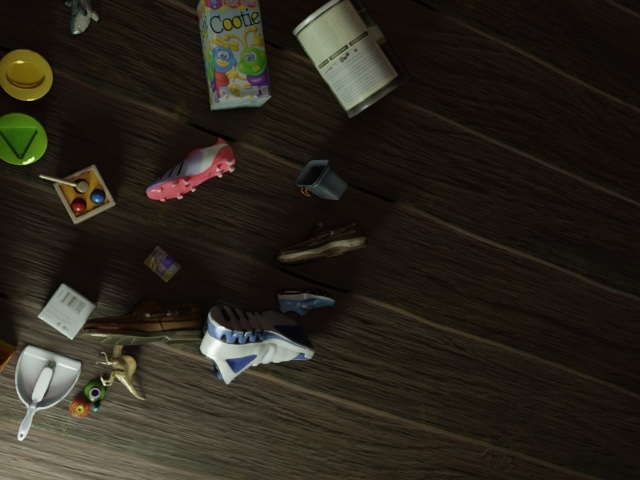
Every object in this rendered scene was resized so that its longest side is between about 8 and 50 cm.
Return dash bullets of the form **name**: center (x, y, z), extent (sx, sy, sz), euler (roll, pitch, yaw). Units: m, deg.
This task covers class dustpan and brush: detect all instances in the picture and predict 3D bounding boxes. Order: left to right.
- **dustpan and brush**: center (-0.687, 0.377, 1.815), extent (0.147, 0.060, 0.211), euler (22, 83, -15)

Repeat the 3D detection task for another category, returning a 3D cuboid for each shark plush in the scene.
- **shark plush**: center (-0.616, -0.601, 1.864), extent (0.067, 0.073, 0.161), euler (-18, 100, 14)

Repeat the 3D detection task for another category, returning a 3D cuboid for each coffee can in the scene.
- **coffee can**: center (0.083, -0.496, 1.990), extent (0.201, 0.201, 0.275), euler (-37, 99, -14)

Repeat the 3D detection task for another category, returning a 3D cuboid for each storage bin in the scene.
- **storage bin**: center (0.005, -0.151, 2.002), extent (0.091, 0.135, 0.098), euler (37, 79, -22)

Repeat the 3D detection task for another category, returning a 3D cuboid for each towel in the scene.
- **towel**: center (-0.409, 0.062, 1.932), extent (0.083, 0.009, 0.060), euler (45, 77, -11)

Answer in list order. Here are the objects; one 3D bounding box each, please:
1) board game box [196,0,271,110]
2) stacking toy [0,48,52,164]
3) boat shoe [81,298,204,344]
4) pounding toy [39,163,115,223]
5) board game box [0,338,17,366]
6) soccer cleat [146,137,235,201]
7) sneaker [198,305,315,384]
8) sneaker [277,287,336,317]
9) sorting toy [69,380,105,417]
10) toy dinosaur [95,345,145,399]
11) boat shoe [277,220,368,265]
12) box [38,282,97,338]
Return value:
- **board game box**: center (-0.226, -0.489, 1.929), extent (0.142, 0.144, 0.275), euler (-8, 90, -16)
- **stacking toy**: center (-0.796, -0.332, 1.803), extent (0.309, 0.130, 0.279), euler (-4, 116, -14)
- **boat shoe**: center (-0.441, 0.203, 1.867), extent (0.307, 0.111, 0.104), euler (6, 71, -33)
- **pounding toy**: center (-0.595, -0.123, 1.833), extent (0.130, 0.100, 0.141), euler (-28, 97, -16)
- **board game box**: center (-0.923, 0.312, 1.592), extent (0.356, 0.356, 0.356), euler (33, 80, -13)
- **soccer cleat**: center (-0.340, -0.182, 1.932), extent (0.248, 0.083, 0.095), euler (-26, 67, -11)
- **sneaker**: center (-0.189, 0.281, 1.941), extent (0.315, 0.127, 0.182), euler (16, 117, -35)
- **sneaker**: center (-0.039, 0.170, 2.024), extent (0.162, 0.063, 0.073), euler (2, 106, -12)
- **sorting toy**: center (-0.575, 0.401, 1.858), extent (0.061, 0.042, 0.102), euler (44, 77, -11)
- **toy dinosaur**: center (-0.504, 0.332, 1.875), extent (0.092, 0.053, 0.183), euler (-20, 94, -17)
- **boat shoe**: center (-0.002, 0.002, 2.021), extent (0.257, 0.095, 0.095), euler (-11, 78, -22)
- **box**: center (-0.617, 0.170, 1.827), extent (0.101, 0.087, 0.102), euler (37, 80, -12)
